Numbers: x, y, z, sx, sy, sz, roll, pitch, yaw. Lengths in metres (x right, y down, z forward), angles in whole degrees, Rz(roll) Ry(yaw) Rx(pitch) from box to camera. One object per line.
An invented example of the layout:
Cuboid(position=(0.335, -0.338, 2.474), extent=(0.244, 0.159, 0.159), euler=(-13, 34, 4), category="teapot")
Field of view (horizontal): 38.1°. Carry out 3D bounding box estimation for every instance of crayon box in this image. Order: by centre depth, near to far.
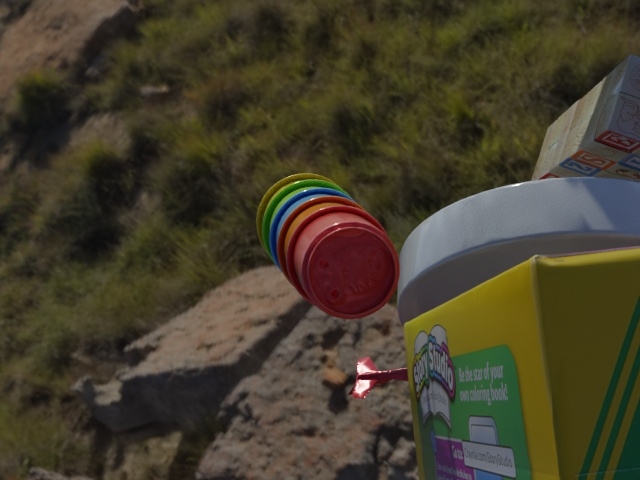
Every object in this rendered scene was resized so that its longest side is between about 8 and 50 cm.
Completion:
Cuboid(position=(0.144, 0.184, 0.571), extent=(0.106, 0.363, 0.313), euler=(-4, 81, -5), category="crayon box")

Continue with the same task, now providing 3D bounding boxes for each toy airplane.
Cuboid(position=(0.098, 0.152, 1.057), extent=(0.151, 0.028, 0.151), euler=(-17, 31, 11), category="toy airplane")

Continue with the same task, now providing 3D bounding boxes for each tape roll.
Cuboid(position=(0.281, 0.058, 1.076), extent=(0.392, 0.392, 0.072), euler=(-18, 55, 33), category="tape roll")

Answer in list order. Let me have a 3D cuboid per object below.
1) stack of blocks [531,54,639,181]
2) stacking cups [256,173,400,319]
Cuboid(position=(0.372, -0.102, 1.072), extent=(0.297, 0.171, 0.087), euler=(103, -174, -82), category="stack of blocks")
Cuboid(position=(0.009, -0.002, 0.734), extent=(0.096, 0.096, 0.316), euler=(-48, 10, -2), category="stacking cups")
